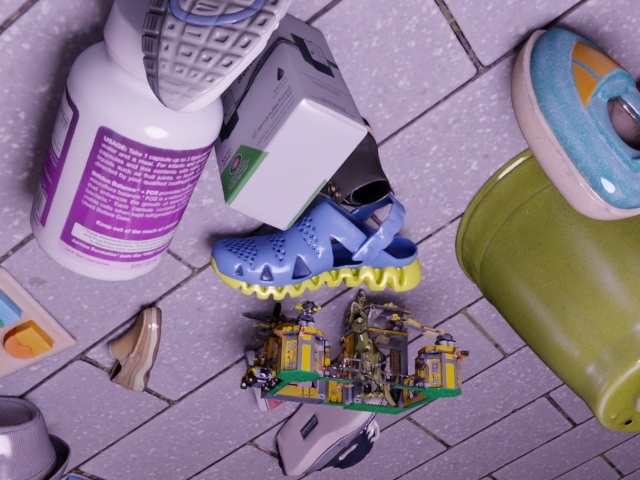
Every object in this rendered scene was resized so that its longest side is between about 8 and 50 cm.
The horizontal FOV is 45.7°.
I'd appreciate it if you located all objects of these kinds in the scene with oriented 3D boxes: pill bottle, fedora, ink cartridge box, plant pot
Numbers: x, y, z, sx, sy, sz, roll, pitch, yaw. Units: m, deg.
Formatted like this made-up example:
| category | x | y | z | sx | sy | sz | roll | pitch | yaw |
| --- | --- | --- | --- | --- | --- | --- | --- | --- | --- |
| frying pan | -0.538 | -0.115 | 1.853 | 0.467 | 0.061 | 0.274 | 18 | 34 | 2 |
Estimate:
| category | x | y | z | sx | sy | sz | roll | pitch | yaw |
| --- | --- | --- | --- | --- | --- | --- | --- | --- | --- |
| pill bottle | -0.207 | -0.112 | 0.842 | 0.169 | 0.169 | 0.301 | 10 | 130 | -28 |
| fedora | -0.528 | 0.319 | 1.150 | 0.275 | 0.244 | 0.124 | -6 | 106 | -11 |
| ink cartridge box | -0.048 | -0.141 | 0.846 | 0.087 | 0.208 | 0.153 | 21 | 122 | -32 |
| plant pot | 0.439 | 0.078 | 1.141 | 0.366 | 0.353 | 0.366 | -10 | 136 | -10 |

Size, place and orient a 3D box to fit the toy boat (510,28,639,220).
| category | x | y | z | sx | sy | sz | roll | pitch | yaw |
| --- | --- | --- | --- | --- | --- | --- | --- | --- | --- |
| toy boat | 0.393 | -0.179 | 0.980 | 0.318 | 0.267 | 0.148 | -23 | 169 | -35 |

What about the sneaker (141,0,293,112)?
| category | x | y | z | sx | sy | sz | roll | pitch | yaw |
| --- | --- | --- | --- | --- | --- | --- | --- | --- | --- |
| sneaker | -0.064 | -0.234 | 0.717 | 0.111 | 0.297 | 0.129 | 24 | 160 | 9 |

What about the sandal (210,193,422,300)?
| category | x | y | z | sx | sy | sz | roll | pitch | yaw |
| --- | --- | --- | --- | --- | --- | --- | --- | --- | --- |
| sandal | 0.000 | 0.000 | 1.082 | 0.317 | 0.126 | 0.138 | -5 | 120 | -20 |

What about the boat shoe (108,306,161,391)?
| category | x | y | z | sx | sy | sz | roll | pitch | yaw |
| --- | --- | --- | --- | --- | --- | --- | --- | --- | --- |
| boat shoe | -0.292 | 0.171 | 1.174 | 0.072 | 0.068 | 0.190 | 12 | 129 | -15 |

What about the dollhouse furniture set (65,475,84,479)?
| category | x | y | z | sx | sy | sz | roll | pitch | yaw |
| --- | --- | --- | --- | --- | --- | --- | --- | --- | --- |
| dollhouse furniture set | -0.503 | 0.594 | 1.352 | 0.303 | 0.286 | 0.198 | 28 | 120 | -26 |

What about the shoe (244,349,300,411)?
| category | x | y | z | sx | sy | sz | roll | pitch | yaw |
| --- | --- | --- | --- | --- | --- | --- | --- | --- | --- |
| shoe | -0.080 | 0.236 | 1.319 | 0.081 | 0.063 | 0.178 | -15 | 142 | -7 |

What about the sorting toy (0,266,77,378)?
| category | x | y | z | sx | sy | sz | roll | pitch | yaw |
| --- | --- | --- | --- | --- | --- | --- | --- | --- | --- |
| sorting toy | -0.484 | 0.139 | 1.084 | 0.193 | 0.038 | 0.208 | -24 | 137 | 4 |

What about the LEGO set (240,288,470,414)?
| category | x | y | z | sx | sy | sz | roll | pitch | yaw |
| --- | --- | --- | --- | --- | --- | --- | --- | --- | --- |
| LEGO set | 0.050 | 0.143 | 1.164 | 0.331 | 0.192 | 0.255 | 6 | 156 | -10 |

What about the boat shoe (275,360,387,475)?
| category | x | y | z | sx | sy | sz | roll | pitch | yaw |
| --- | --- | --- | --- | --- | --- | --- | --- | --- | --- |
| boat shoe | 0.058 | 0.330 | 1.433 | 0.158 | 0.127 | 0.340 | 8 | 138 | -35 |

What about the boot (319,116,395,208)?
| category | x | y | z | sx | sy | sz | roll | pitch | yaw |
| --- | --- | --- | --- | --- | --- | --- | --- | --- | --- |
| boot | -0.013 | -0.078 | 0.972 | 0.198 | 0.137 | 0.077 | -24 | 137 | 4 |
